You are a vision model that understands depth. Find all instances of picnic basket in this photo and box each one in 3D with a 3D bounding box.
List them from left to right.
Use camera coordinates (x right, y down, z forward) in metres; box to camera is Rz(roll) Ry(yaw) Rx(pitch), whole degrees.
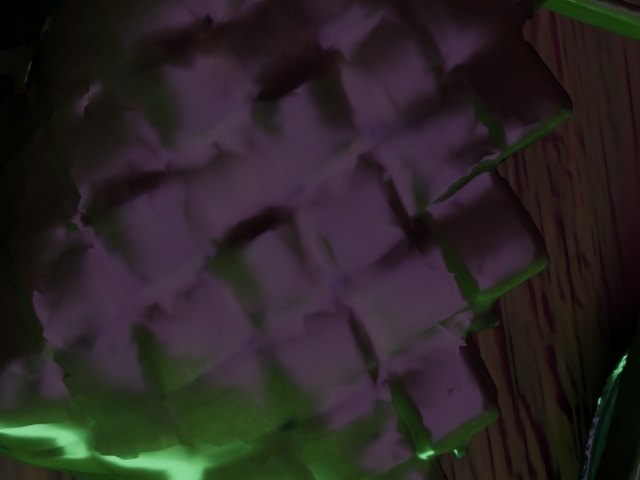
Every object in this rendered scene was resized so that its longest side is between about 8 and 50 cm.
[{"bbox_3d":[0.000,0.000,0.694,0.321,0.291,0.254,14,87,-20],"label":"picnic basket"}]

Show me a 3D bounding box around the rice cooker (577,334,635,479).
[{"bbox_3d":[0.278,0.145,0.911,0.224,0.267,0.267,8,91,-33],"label":"rice cooker"}]
